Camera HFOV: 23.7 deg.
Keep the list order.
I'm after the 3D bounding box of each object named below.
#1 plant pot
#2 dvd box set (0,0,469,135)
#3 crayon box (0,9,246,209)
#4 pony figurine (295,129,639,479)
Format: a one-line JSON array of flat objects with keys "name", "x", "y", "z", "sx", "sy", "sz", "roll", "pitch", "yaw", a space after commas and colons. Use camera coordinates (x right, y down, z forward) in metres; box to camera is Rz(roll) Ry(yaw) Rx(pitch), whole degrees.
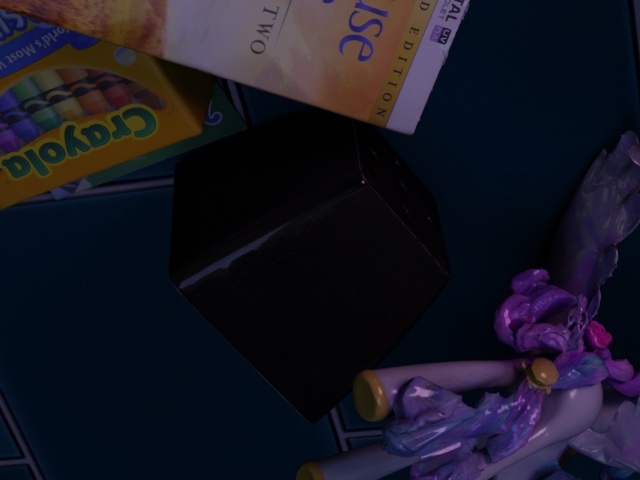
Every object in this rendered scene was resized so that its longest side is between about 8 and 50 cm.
[{"name": "plant pot", "x": 0.000, "y": 0.000, "z": 1.250, "sx": 0.167, "sy": 0.188, "sz": 0.187, "roll": -33, "pitch": 119, "yaw": 18}, {"name": "dvd box set", "x": -0.081, "y": -0.265, "z": 1.024, "sx": 0.421, "sy": 0.062, "sz": 0.307, "roll": 17, "pitch": 121, "yaw": -9}, {"name": "crayon box", "x": -0.226, "y": -0.155, "z": 1.205, "sx": 0.203, "sy": 0.083, "sz": 0.323, "roll": -19, "pitch": 125, "yaw": 21}, {"name": "pony figurine", "x": 0.193, "y": 0.128, "z": 1.254, "sx": 0.364, "sy": 0.302, "sz": 0.351, "roll": -15, "pitch": 154, "yaw": -24}]
